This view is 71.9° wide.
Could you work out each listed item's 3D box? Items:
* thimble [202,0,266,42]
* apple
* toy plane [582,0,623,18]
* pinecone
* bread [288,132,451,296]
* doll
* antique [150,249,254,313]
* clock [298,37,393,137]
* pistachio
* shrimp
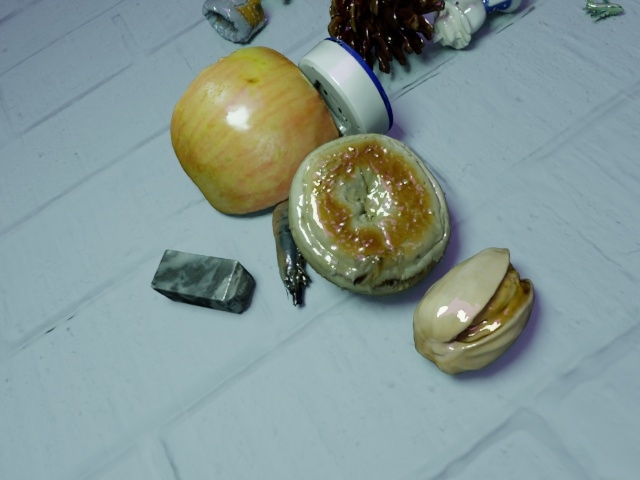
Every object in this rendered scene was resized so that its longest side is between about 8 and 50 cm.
[{"bbox_3d":[-0.242,-0.636,1.232,0.151,0.127,0.118,31,76,27],"label":"thimble"},{"bbox_3d":[-0.153,-0.225,0.963,0.309,0.252,0.314,-40,99,-15],"label":"apple"},{"bbox_3d":[0.642,-0.527,1.002,0.083,0.033,0.080,23,70,16],"label":"toy plane"},{"bbox_3d":[0.144,-0.509,0.992,0.264,0.264,0.264,-6,62,12],"label":"pinecone"},{"bbox_3d":[0.082,-0.043,0.807,0.305,0.159,0.305,3,73,-8],"label":"bread"},{"bbox_3d":[0.376,-0.554,1.037,0.293,0.119,0.138,-37,35,-5],"label":"doll"},{"bbox_3d":[-0.230,0.083,0.886,0.183,0.088,0.086,8,66,17],"label":"antique"},{"bbox_3d":[0.049,-0.301,0.927,0.083,0.230,0.230,-41,61,-7],"label":"clock"},{"bbox_3d":[0.252,0.112,0.722,0.229,0.157,0.157,-40,61,-14],"label":"pistachio"},{"bbox_3d":[0.000,0.000,0.891,0.198,0.051,0.262,-11,58,8],"label":"shrimp"}]
